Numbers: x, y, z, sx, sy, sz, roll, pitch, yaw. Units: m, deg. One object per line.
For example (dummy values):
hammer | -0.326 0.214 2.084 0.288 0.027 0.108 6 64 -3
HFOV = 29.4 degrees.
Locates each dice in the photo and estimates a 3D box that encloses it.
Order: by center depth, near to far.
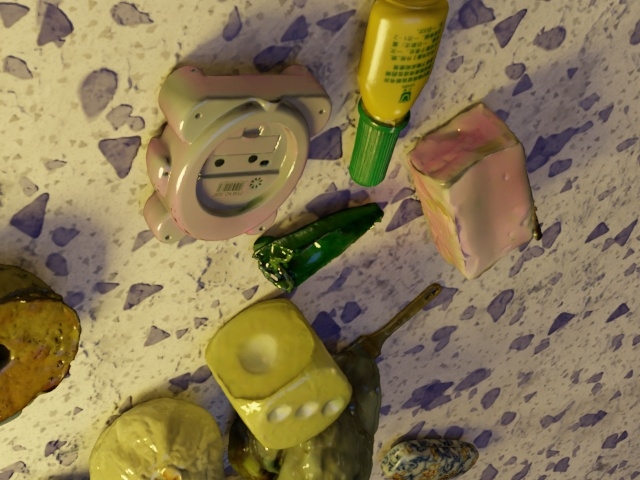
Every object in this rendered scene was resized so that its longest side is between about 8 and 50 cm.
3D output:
dice | -0.063 0.206 1.877 0.166 0.169 0.169 -34 143 -3

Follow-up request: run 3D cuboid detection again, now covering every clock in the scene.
clock | -0.115 -0.107 1.570 0.227 0.090 0.248 -6 135 -34

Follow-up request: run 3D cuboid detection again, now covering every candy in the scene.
candy | 0.238 -0.069 1.872 0.155 0.116 0.265 -32 143 -5

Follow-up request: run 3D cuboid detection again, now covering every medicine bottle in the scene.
medicine bottle | 0.092 -0.201 1.646 0.111 0.076 0.309 -9 135 -24

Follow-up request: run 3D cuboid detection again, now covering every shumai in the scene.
shumai | 0.015 0.371 2.038 0.304 0.263 0.309 -32 142 2

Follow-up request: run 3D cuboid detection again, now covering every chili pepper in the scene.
chili pepper | 0.001 0.002 1.806 0.216 0.062 0.108 -23 147 -19

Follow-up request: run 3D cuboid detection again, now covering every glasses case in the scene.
glasses case | 0.221 0.442 2.446 0.248 0.065 0.087 10 121 -46

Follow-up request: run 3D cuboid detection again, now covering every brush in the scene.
brush | 0.125 0.149 2.101 0.218 0.010 0.082 -40 143 4

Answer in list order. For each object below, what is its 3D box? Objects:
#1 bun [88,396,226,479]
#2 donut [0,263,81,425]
bun | -0.242 0.349 1.883 0.220 0.134 0.220 -8 111 -22
donut | -0.444 0.137 1.558 0.272 0.107 0.272 -26 146 -20
